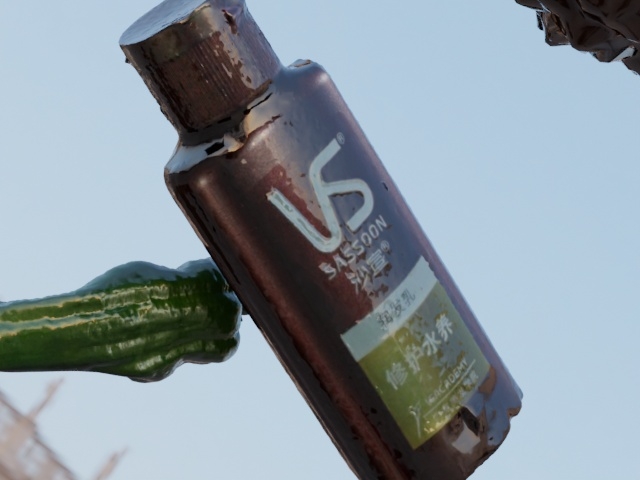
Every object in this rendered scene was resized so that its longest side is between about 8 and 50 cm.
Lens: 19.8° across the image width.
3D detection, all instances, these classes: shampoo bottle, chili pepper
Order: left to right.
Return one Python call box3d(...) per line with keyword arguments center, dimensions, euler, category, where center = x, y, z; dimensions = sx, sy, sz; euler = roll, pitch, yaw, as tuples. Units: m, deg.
box3d(center=(-0.147, 0.052, 1.081), dimensions=(0.257, 0.074, 0.100), euler=(-4, -13, -17), category="chili pepper")
box3d(center=(0.000, 0.000, 1.068), dimensions=(0.084, 0.129, 0.323), euler=(-3, -56, 54), category="shampoo bottle")

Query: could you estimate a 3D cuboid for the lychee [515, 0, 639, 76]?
box3d(center=(0.151, -0.169, 0.594), dimensions=(0.236, 0.271, 0.236), euler=(18, -30, 11), category="lychee")
